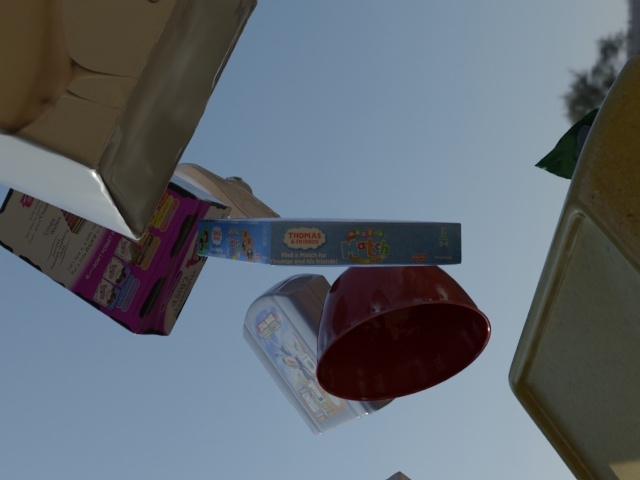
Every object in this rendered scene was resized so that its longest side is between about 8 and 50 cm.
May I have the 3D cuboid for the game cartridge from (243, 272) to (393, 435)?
[{"bbox_3d":[-0.012,0.145,1.479,0.062,0.198,0.297,-39,-3,-22],"label":"game cartridge"}]

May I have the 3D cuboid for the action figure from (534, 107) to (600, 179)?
[{"bbox_3d":[0.307,-0.062,0.970,0.232,0.137,0.064,15,-128,-38],"label":"action figure"}]

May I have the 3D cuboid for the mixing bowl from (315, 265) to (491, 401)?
[{"bbox_3d":[0.072,0.075,1.171,0.181,0.181,0.098,64,-171,-55],"label":"mixing bowl"}]

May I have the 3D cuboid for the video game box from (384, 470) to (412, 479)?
[{"bbox_3d":[0.024,0.349,1.108,0.048,0.187,0.205,42,-152,-29],"label":"video game box"}]

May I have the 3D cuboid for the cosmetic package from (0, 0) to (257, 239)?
[{"bbox_3d":[-0.207,-0.138,0.607,0.113,0.309,0.160,79,-148,-72],"label":"cosmetic package"}]

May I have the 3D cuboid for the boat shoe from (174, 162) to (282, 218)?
[{"bbox_3d":[-0.107,-0.045,1.448,0.184,0.066,0.063,37,-126,-18],"label":"boat shoe"}]

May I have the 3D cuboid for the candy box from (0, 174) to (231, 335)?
[{"bbox_3d":[-0.231,-0.019,1.252,0.159,0.233,0.071,-63,-25,6],"label":"candy box"}]

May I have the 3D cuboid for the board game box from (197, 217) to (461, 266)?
[{"bbox_3d":[0.000,0.000,0.975,0.211,0.160,0.039,-174,84,-69],"label":"board game box"}]

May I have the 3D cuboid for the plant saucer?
[{"bbox_3d":[0.236,0.107,0.746,0.333,0.081,0.333,55,157,31],"label":"plant saucer"}]
